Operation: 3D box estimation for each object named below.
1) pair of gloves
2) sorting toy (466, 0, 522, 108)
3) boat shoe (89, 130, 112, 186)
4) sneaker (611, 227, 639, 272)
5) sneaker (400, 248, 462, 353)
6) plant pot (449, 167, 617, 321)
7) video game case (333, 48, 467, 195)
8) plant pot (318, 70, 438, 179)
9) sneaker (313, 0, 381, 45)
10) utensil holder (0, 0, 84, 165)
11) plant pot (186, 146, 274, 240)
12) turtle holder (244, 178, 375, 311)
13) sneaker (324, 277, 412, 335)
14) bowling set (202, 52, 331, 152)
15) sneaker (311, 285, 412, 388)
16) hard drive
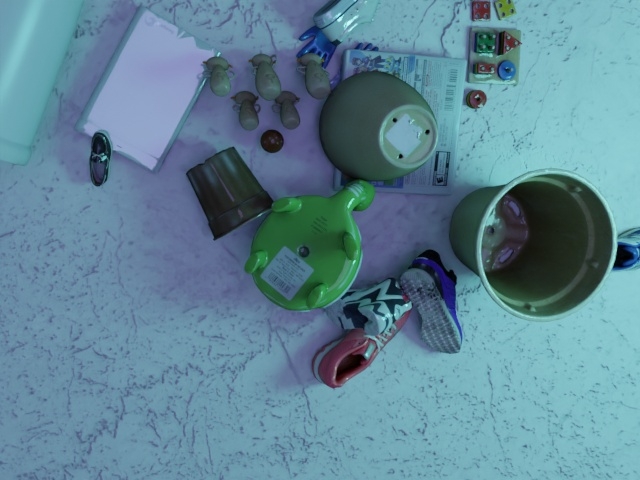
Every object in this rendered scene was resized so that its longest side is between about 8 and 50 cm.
[{"bbox_3d":[0.047,-0.432,1.744,0.198,0.023,0.159,43,88,-13],"label":"pair of gloves"},{"bbox_3d":[0.430,-0.458,1.810,0.132,0.046,0.275,0,97,-12],"label":"sorting toy"},{"bbox_3d":[-0.485,-0.177,1.631,0.046,0.038,0.125,13,122,-2],"label":"boat shoe"},{"bbox_3d":[0.796,0.038,1.915,0.296,0.131,0.112,-12,98,-12],"label":"sneaker"},{"bbox_3d":[0.300,0.145,1.836,0.146,0.102,0.293,-55,133,-40],"label":"sneaker"},{"bbox_3d":[0.456,-0.008,1.745,0.333,0.305,0.334,-2,98,-13],"label":"plant pot"},{"bbox_3d":[0.188,-0.277,1.778,0.299,0.036,0.329,2,103,-12],"label":"video game case"},{"bbox_3d":[0.147,-0.236,1.616,0.256,0.274,0.257,-3,104,-11],"label":"plant pot"},{"bbox_3d":[0.096,-0.545,1.704,0.258,0.094,0.091,-41,120,-12],"label":"sneaker"},{"bbox_3d":[-0.667,-0.383,1.445,0.327,0.327,0.386,20,91,-14],"label":"utensil holder"},{"bbox_3d":[-0.209,-0.110,1.670,0.167,0.167,0.165,-31,95,-6],"label":"plant pot"},{"bbox_3d":[-0.019,0.003,1.678,0.243,0.227,0.321,8,84,10],"label":"turtle holder"},{"bbox_3d":[0.117,0.143,1.756,0.153,0.235,0.094,-22,105,-32],"label":"sneaker"},{"bbox_3d":[-0.129,-0.314,1.680,0.286,0.154,0.200,1,133,-15],"label":"bowling set"},{"bbox_3d":[0.120,0.245,1.794,0.314,0.136,0.116,-46,104,-3],"label":"sneaker"},{"bbox_3d":[-0.382,-0.333,1.657,0.203,0.040,0.308,28,92,-14],"label":"hard drive"}]
